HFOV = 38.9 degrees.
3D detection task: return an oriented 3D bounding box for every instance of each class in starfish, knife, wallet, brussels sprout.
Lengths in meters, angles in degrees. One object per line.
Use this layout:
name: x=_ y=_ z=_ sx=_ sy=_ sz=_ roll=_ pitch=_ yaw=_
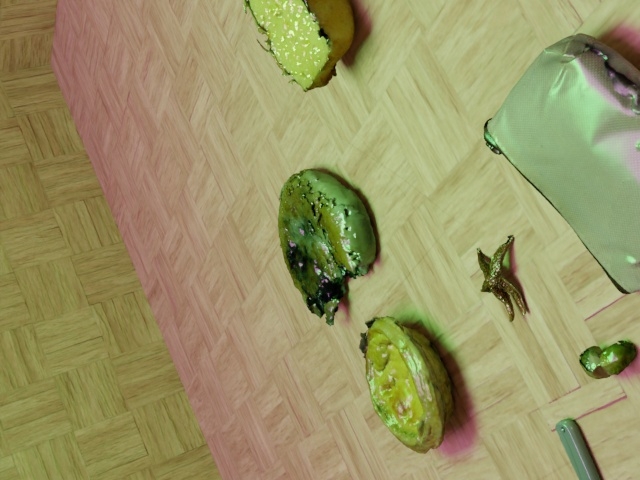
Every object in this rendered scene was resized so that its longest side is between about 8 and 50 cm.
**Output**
starfish: x=0.276 y=0.049 z=1.427 sx=0.133 sy=0.041 sz=0.130 roll=42 pitch=139 yaw=44
knife: x=0.402 y=0.351 z=1.385 sx=0.044 sy=0.023 sz=0.162 roll=-38 pitch=71 yaw=59
wallet: x=0.356 y=-0.108 z=1.169 sx=0.335 sy=0.068 sz=0.275 roll=54 pitch=152 yaw=20
brussels sprout: x=0.397 y=0.167 z=1.260 sx=0.083 sy=0.046 sz=0.051 roll=-38 pitch=31 yaw=61

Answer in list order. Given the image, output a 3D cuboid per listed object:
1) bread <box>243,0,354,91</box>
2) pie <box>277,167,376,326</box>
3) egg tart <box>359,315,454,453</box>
bread: x=-0.027 y=-0.408 z=1.625 sx=0.260 sy=0.147 sz=0.160 roll=59 pitch=142 yaw=13
pie: x=0.000 y=0.000 z=1.881 sx=0.296 sy=0.078 sz=0.371 roll=63 pitch=152 yaw=22
egg tart: x=0.168 y=0.264 z=1.707 sx=0.279 sy=0.095 sz=0.279 roll=48 pitch=145 yaw=49
